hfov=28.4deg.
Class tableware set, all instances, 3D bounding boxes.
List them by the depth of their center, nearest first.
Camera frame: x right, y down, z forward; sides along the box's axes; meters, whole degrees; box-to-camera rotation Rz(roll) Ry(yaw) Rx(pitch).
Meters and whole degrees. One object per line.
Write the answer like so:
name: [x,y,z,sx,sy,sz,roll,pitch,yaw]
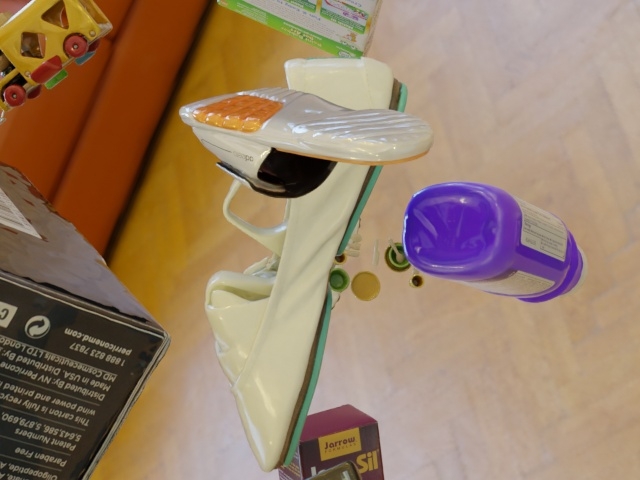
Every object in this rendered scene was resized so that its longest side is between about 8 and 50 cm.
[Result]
tableware set: [0.086,0.044,1.956,0.024,0.154,0.104,141,138,-72]

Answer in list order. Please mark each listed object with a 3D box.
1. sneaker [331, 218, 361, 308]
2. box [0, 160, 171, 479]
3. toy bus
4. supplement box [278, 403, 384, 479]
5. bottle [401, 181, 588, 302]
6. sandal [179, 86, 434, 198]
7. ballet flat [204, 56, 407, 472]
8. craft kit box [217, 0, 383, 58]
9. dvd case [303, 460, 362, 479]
sneaker: [0.000,0.000,2.364,0.100,0.108,0.272,-4,65,36]
box: [-0.468,0.154,1.313,0.480,0.297,0.472,37,100,51]
toy bus: [-0.362,-0.244,1.582,0.202,0.104,0.191,-45,12,-37]
supplement box: [0.015,0.298,1.463,0.081,0.104,0.188,-163,64,-65]
bottle: [0.190,0.009,1.267,0.118,0.283,0.092,2,82,33]
sandal: [-0.019,-0.065,0.969,0.265,0.102,0.076,20,120,51]
ballet flat: [-0.037,0.016,1.171,0.139,0.139,0.400,32,109,50]
craft kit box: [-0.030,-0.374,1.861,0.246,0.250,0.061,109,-174,-70]
dvd case: [-0.054,0.308,1.011,0.253,0.022,0.180,-26,64,6]
